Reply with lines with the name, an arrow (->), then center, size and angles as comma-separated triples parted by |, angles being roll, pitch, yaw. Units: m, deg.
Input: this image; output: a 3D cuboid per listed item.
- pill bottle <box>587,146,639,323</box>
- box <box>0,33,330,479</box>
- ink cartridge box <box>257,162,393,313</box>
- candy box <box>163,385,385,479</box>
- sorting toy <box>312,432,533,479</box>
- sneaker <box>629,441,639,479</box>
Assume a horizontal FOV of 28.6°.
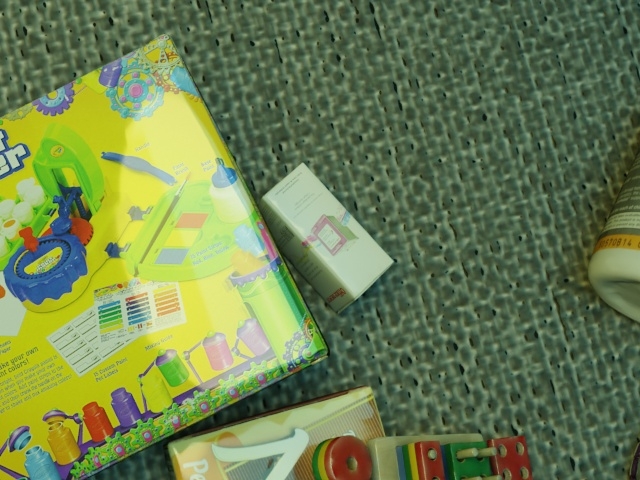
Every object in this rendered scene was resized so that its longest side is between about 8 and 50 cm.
pill bottle -> 0.372, -0.054, 1.171 | 0.162, 0.162, 0.278 | 28, 76, -4
box -> -0.181, 0.034, 1.021 | 0.290, 0.177, 0.279 | -26, 85, -1
ink cartridge box -> 0.000, 0.000, 1.131 | 0.052, 0.088, 0.122 | -41, 89, -16
candy box -> -0.006, 0.300, 1.075 | 0.183, 0.087, 0.316 | -14, 82, -14
sorting toy -> 0.117, 0.229, 1.069 | 0.274, 0.046, 0.132 | 6, 70, -40
sneaker -> 0.323, 0.255, 1.137 | 0.083, 0.098, 0.224 | 20, 77, -6
